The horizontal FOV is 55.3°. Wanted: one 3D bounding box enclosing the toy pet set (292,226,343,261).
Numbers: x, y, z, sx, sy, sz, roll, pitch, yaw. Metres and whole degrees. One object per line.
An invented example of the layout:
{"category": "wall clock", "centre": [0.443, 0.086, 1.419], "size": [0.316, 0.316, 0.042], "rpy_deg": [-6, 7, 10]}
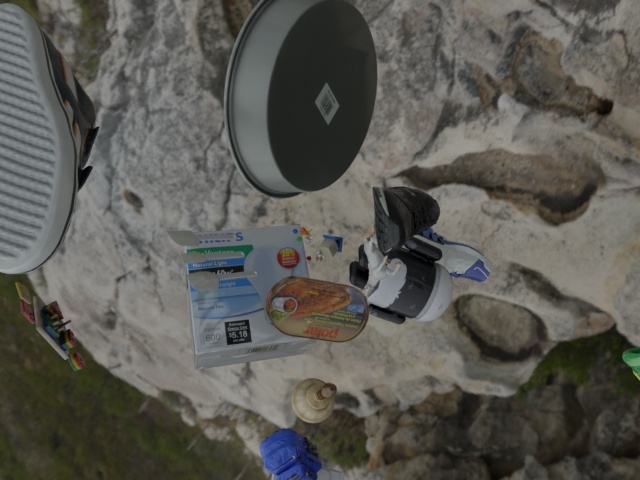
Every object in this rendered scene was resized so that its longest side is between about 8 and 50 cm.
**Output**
{"category": "toy pet set", "centre": [0.000, 0.000, 1.749], "size": [0.114, 0.065, 0.122], "rpy_deg": [9, 139, 36]}

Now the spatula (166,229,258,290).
{"category": "spatula", "centre": [-0.259, 0.045, 1.507], "size": [0.019, 0.242, 0.168], "rpy_deg": [-43, 70, 25]}

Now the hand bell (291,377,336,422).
{"category": "hand bell", "centre": [0.003, 0.412, 1.631], "size": [0.126, 0.126, 0.242], "rpy_deg": [38, 156, 4]}

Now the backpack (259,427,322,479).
{"category": "backpack", "centre": [-0.062, 0.456, 1.276], "size": [0.098, 0.101, 0.120], "rpy_deg": [-37, 121, 4]}

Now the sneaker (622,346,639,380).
{"category": "sneaker", "centre": [0.567, 0.103, 0.931], "size": [0.123, 0.109, 0.296], "rpy_deg": [37, 114, 30]}

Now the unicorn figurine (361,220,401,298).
{"category": "unicorn figurine", "centre": [0.119, 0.049, 1.292], "size": [0.060, 0.162, 0.111], "rpy_deg": [13, 152, -23]}

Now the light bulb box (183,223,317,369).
{"category": "light bulb box", "centre": [-0.216, 0.164, 1.817], "size": [0.225, 0.357, 0.361], "rpy_deg": [119, 143, -64]}

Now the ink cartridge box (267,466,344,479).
{"category": "ink cartridge box", "centre": [-0.052, 0.639, 1.445], "size": [0.168, 0.171, 0.233], "rpy_deg": [12, 147, -3]}

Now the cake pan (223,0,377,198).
{"category": "cake pan", "centre": [-0.011, -0.193, 0.824], "size": [0.054, 0.293, 0.293], "rpy_deg": [19, 134, 31]}

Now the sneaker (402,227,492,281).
{"category": "sneaker", "centre": [0.329, 0.075, 1.803], "size": [0.315, 0.182, 0.127], "rpy_deg": [27, 161, -6]}

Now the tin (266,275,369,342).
{"category": "tin", "centre": [-0.005, 0.123, 1.093], "size": [0.189, 0.106, 0.040], "rpy_deg": [12, 179, -20]}

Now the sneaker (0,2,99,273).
{"category": "sneaker", "centre": [-0.317, -0.105, 0.693], "size": [0.126, 0.321, 0.127], "rpy_deg": [-14, 159, 6]}

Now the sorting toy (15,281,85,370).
{"category": "sorting toy", "centre": [-0.680, 0.209, 1.564], "size": [0.132, 0.046, 0.275], "rpy_deg": [53, 168, 47]}

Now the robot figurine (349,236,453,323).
{"category": "robot figurine", "centre": [0.215, 0.107, 1.621], "size": [0.278, 0.174, 0.209], "rpy_deg": [22, 153, -8]}

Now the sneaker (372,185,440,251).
{"category": "sneaker", "centre": [0.160, -0.056, 1.117], "size": [0.124, 0.283, 0.107], "rpy_deg": [-4, 105, 5]}
